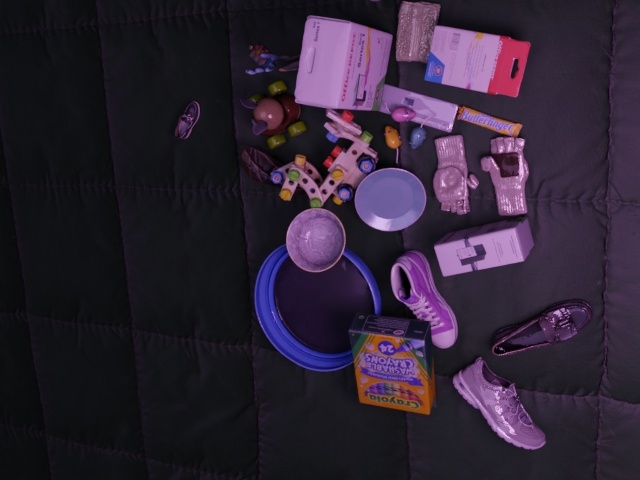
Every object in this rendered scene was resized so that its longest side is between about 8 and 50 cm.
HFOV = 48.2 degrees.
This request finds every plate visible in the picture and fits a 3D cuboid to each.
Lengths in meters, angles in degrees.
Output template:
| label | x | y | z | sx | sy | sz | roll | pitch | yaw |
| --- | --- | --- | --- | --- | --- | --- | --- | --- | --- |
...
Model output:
| label | x | y | z | sx | sy | sz | roll | pitch | yaw |
| --- | --- | --- | --- | --- | --- | --- | --- | --- | --- |
| plate | 0.184 | -0.111 | 1.888 | 0.188 | 0.024 | 0.188 | 1 | 121 | 1 |

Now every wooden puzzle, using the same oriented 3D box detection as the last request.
| label | x | y | z | sx | sy | sz | roll | pitch | yaw |
| --- | --- | --- | --- | --- | --- | --- | --- | --- | --- |
| wooden puzzle | -0.168 | -0.521 | 2.002 | 0.083 | 0.006 | 0.049 | 46 | 118 | 9 |

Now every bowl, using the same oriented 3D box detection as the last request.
| label | x | y | z | sx | sy | sz | roll | pitch | yaw |
| --- | --- | --- | --- | --- | --- | --- | --- | --- | --- |
| bowl | -0.005 | 0.180 | 2.059 | 0.391 | 0.077 | 0.391 | 7 | 105 | 25 |
| bowl | 0.000 | 0.000 | 1.926 | 0.170 | 0.080 | 0.170 | -1 | 88 | 21 |

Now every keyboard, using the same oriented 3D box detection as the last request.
| label | x | y | z | sx | sy | sz | roll | pitch | yaw |
| --- | --- | --- | --- | --- | --- | --- | --- | --- | --- |
| keyboard | 0.226 | -0.350 | 1.848 | 0.256 | 0.014 | 0.072 | 21 | 106 | 20 |

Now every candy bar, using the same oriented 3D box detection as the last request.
| label | x | y | z | sx | sy | sz | roll | pitch | yaw |
| --- | --- | --- | --- | --- | --- | --- | --- | --- | --- |
| candy bar | 0.414 | -0.292 | 1.763 | 0.161 | 0.018 | 0.040 | 24 | 112 | 19 |

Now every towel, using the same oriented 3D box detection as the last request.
| label | x | y | z | sx | sy | sz | roll | pitch | yaw |
| --- | --- | --- | --- | --- | --- | --- | --- | --- | --- |
| towel | 0.241 | -0.520 | 1.787 | 0.110 | 0.027 | 0.148 | 12 | 108 | 25 |

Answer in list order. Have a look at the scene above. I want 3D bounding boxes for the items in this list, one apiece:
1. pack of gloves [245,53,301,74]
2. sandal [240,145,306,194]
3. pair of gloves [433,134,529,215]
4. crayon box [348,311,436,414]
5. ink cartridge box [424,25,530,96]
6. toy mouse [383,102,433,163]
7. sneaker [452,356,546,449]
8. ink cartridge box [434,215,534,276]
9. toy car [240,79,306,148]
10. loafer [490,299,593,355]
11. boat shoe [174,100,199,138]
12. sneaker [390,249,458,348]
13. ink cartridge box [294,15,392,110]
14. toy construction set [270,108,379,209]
| label | x | y | z | sx | sy | sz | roll | pitch | yaw |
| --- | --- | --- | --- | --- | --- | --- | --- | --- | --- |
| pack of gloves | -0.076 | -0.477 | 1.838 | 0.195 | 0.232 | 0.046 | -2 | 113 | 25 |
| sandal | -0.128 | -0.200 | 2.039 | 0.219 | 0.060 | 0.090 | 22 | 114 | 4 |
| pair of gloves | 0.397 | -0.162 | 1.792 | 0.240 | 0.042 | 0.204 | 4 | 105 | 26 |
| crayon box | 0.200 | 0.351 | 1.927 | 0.203 | 0.083 | 0.323 | 5 | 127 | 21 |
| ink cartridge box | 0.380 | -0.429 | 1.711 | 0.231 | 0.078 | 0.134 | 18 | 111 | 22 |
| toy mouse | 0.222 | -0.290 | 1.838 | 0.143 | 0.031 | 0.161 | -18 | 100 | 33 |
| sneaker | 0.479 | 0.425 | 1.862 | 0.281 | 0.105 | 0.115 | 41 | 117 | 12 |
| ink cartridge box | 0.406 | 0.013 | 1.769 | 0.208 | 0.153 | 0.086 | -13 | 98 | 30 |
| toy car | -0.152 | -0.336 | 1.937 | 0.149 | 0.188 | 0.155 | -26 | 90 | 29 |
| loafer | 0.551 | 0.233 | 1.789 | 0.267 | 0.084 | 0.096 | -29 | 89 | 29 |
| boat shoe | -0.402 | -0.359 | 2.142 | 0.046 | 0.038 | 0.125 | 39 | 117 | 13 |
| sneaker | 0.260 | 0.174 | 1.879 | 0.102 | 0.161 | 0.282 | -27 | 91 | 28 |
| ink cartridge box | 0.062 | -0.425 | 1.749 | 0.117 | 0.278 | 0.201 | 15 | 105 | 24 |
| toy construction set | 0.024 | -0.212 | 1.891 | 0.215 | 0.151 | 0.327 | 36 | 131 | -5 |
